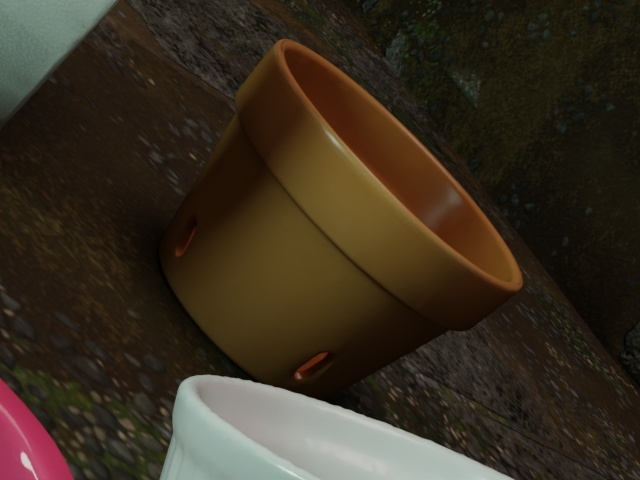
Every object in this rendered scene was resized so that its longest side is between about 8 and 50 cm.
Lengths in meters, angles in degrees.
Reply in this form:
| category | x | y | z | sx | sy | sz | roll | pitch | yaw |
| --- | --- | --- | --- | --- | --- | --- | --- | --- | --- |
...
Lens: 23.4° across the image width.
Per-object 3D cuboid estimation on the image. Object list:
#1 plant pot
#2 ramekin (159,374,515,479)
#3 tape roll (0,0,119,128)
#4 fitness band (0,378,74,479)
| category | x | y | z | sx | sy | sz | roll | pitch | yaw |
| --- | --- | --- | --- | --- | --- | --- | --- | --- | --- |
| plant pot | 0.000 | 0.000 | 1.323 | 0.291 | 0.203 | 0.291 | 42 | 15 | -14 |
| ramekin | 0.028 | 0.187 | 0.846 | 0.277 | 0.135 | 0.277 | 23 | 2 | -1 |
| tape roll | -0.151 | -0.240 | 1.188 | 0.072 | 0.392 | 0.392 | 42 | 14 | -11 |
| fitness band | -0.234 | 0.080 | 0.753 | 0.291 | 0.054 | 0.209 | 44 | 11 | -9 |
